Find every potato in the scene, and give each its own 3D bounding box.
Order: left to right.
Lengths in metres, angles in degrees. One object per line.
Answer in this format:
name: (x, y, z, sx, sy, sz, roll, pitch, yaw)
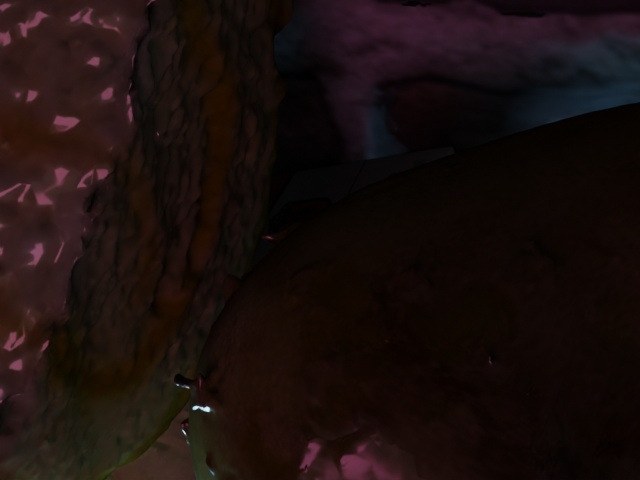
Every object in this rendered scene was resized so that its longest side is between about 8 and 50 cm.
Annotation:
potato: (0.124, 0.077, 0.805, 0.219, 0.359, 0.269, 142, 104, -79)

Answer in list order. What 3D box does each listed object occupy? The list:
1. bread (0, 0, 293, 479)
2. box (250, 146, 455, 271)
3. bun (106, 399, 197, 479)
bread: (-0.144, -0.089, 0.838, 0.239, 0.264, 0.395, 18, 90, 19)
box: (0.000, 0.000, 0.960, 0.152, 0.100, 0.048, -6, 122, 28)
bun: (-0.071, 0.166, 1.055, 0.153, 0.244, 0.243, 23, 136, 31)
